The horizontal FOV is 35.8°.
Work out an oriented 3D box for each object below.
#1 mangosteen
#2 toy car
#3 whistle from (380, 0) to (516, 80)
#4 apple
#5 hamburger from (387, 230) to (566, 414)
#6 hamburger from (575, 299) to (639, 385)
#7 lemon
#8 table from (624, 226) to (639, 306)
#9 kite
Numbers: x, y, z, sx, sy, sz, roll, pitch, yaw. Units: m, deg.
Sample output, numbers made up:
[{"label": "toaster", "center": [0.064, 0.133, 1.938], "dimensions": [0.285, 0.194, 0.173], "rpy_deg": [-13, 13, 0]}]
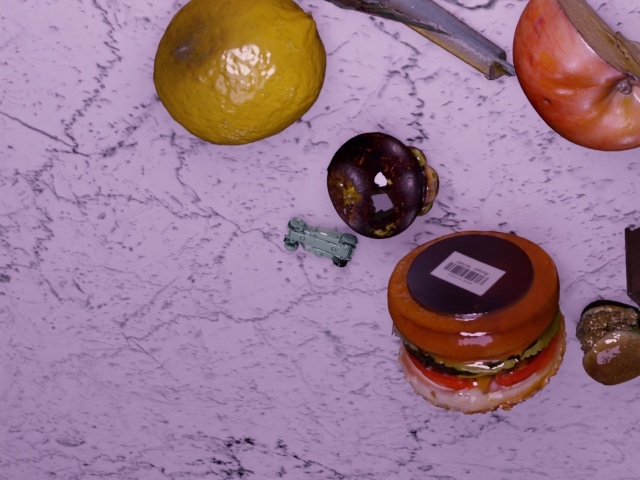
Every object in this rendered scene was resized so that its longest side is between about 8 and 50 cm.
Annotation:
[{"label": "mangosteen", "center": [0.123, -0.103, 1.753], "dimensions": [0.217, 0.192, 0.192], "rpy_deg": [-15, 144, -29]}, {"label": "toy car", "center": [0.000, 0.000, 1.948], "dimensions": [0.143, 0.054, 0.073], "rpy_deg": [18, 134, 0]}, {"label": "whistle", "center": [0.173, -0.346, 1.561], "dimensions": [0.326, 0.068, 0.057], "rpy_deg": [30, 96, -15]}, {"label": "apple", "center": [0.394, -0.238, 1.490], "dimensions": [0.293, 0.251, 0.163], "rpy_deg": [32, 123, -19]}, {"label": "hamburger", "center": [0.295, 0.154, 1.852], "dimensions": [0.330, 0.330, 0.250], "rpy_deg": [-1, 129, 13]}, {"label": "hamburger", "center": [0.592, 0.201, 1.968], "dimensions": [0.159, 0.131, 0.184], "rpy_deg": [8, 131, -1]}, {"label": "lemon", "center": [-0.134, -0.273, 1.572], "dimensions": [0.310, 0.253, 0.253], "rpy_deg": [-20, 127, 28]}, {"label": "table", "center": [0.676, 0.044, 1.766], "dimensions": [0.169, 0.172, 0.193], "rpy_deg": [38, 133, -25]}, {"label": "kite", "center": [0.051, -0.358, 1.474], "dimensions": [0.323, 0.268, 0.013], "rpy_deg": [18, 96, -22]}]
